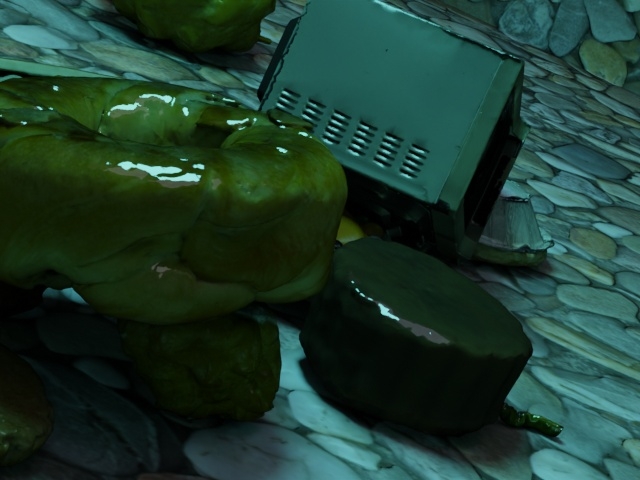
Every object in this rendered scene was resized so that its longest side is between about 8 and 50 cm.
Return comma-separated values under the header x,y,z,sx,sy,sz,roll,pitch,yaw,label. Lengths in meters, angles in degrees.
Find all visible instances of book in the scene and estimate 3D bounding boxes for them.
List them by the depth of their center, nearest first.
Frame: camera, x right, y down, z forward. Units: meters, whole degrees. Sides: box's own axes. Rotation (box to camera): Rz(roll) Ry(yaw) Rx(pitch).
x,y,z,sx,sy,sz,roll,pitch,yaw,label
-0.412,-0.218,2.000,0.310,0.021,0.217,6,4,-37,book

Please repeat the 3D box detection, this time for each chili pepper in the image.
x,y,z,sx,sy,sz,roll,pitch,yaw,label
0.211,0.184,1.666,0.083,0.022,0.027,21,17,-13,chili pepper

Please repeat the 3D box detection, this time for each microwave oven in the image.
x,y,z,sx,sy,sz,roll,pitch,yaw,label
0.082,-0.119,1.918,0.286,0.218,0.355,23,-7,9,microwave oven

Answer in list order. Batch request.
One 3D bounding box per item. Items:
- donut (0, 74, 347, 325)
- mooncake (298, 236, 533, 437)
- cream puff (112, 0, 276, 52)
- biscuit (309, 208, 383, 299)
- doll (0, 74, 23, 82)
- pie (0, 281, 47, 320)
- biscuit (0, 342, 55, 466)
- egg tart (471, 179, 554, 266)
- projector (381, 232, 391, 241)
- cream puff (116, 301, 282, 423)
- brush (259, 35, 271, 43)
x,y,z,sx,sy,sz,roll,pitch,yaw,label
-0.149,-0.039,1.409,0.360,0.170,0.360,10,16,-3,donut
0.092,0.102,1.618,0.228,0.124,0.228,24,18,-8,mooncake
-0.201,-0.403,2.571,0.323,0.270,0.274,27,54,20,cream puff
0.001,-0.003,1.749,0.170,0.050,0.170,13,34,-9,biscuit
-0.353,-0.155,1.915,0.103,0.071,0.214,24,3,-20,doll
-0.384,-0.012,1.475,0.308,0.085,0.308,22,14,-6,pie
-0.318,0.116,1.263,0.226,0.042,0.226,20,20,-8,biscuit
0.209,-0.044,2.178,0.234,0.094,0.234,17,17,-6,egg tart
-0.009,0.011,1.828,0.147,0.061,0.115,25,30,10,projector
-0.106,0.106,1.430,0.146,0.116,0.146,-3,9,0,cream puff
-0.161,-0.365,2.785,0.170,0.014,0.043,14,19,-24,brush
